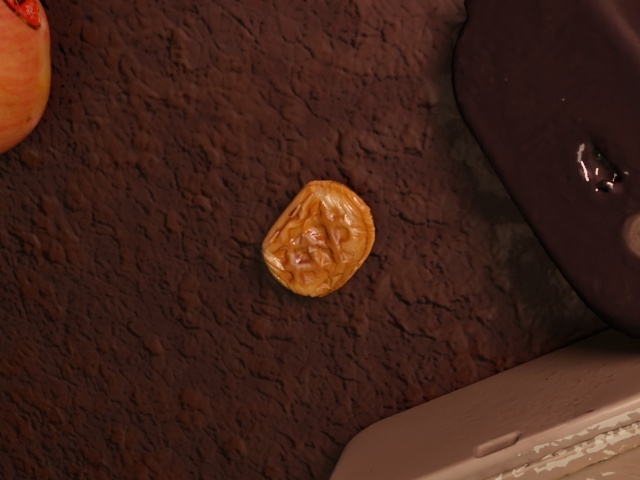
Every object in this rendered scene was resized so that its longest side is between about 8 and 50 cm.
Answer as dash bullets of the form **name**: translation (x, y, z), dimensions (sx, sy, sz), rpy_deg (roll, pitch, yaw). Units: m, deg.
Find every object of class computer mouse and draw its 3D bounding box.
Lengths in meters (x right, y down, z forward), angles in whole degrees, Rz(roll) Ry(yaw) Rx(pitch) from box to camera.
- **computer mouse**: translation (0.224, -0.071, 0.837), dimensions (0.183, 0.116, 0.323), rpy_deg (-41, 70, 33)

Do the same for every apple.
- **apple**: translation (-0.331, -0.163, 0.960), dimensions (0.209, 0.164, 0.210), rpy_deg (4, 103, 16)

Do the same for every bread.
- **bread**: translation (0.000, 0.000, 0.977), dimensions (0.083, 0.044, 0.111), rpy_deg (37, 115, -1)

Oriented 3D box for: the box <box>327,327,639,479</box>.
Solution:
- **box**: translation (0.235, 0.274, 0.926), dimensions (0.351, 0.177, 0.344), rpy_deg (-26, 101, 21)
